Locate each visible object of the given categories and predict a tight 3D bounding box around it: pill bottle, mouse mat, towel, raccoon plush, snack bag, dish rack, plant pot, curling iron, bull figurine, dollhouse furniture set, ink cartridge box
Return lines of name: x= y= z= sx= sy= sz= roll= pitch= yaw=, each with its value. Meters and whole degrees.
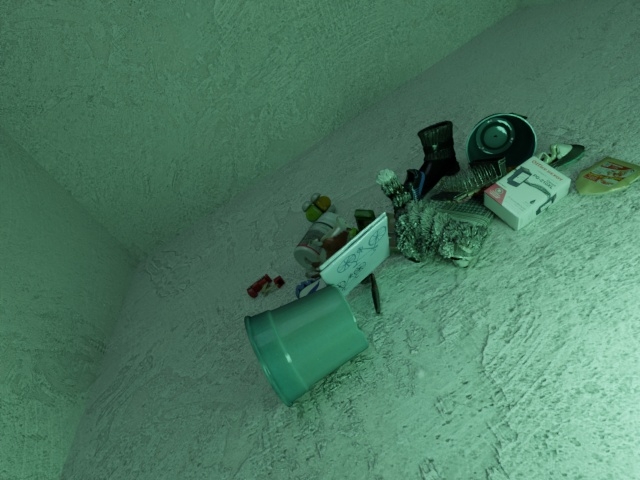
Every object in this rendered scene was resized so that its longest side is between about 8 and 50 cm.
pill bottle: x=0.000 y=0.000 z=2.030 sx=0.161 sy=0.161 sz=0.283 roll=-6 pitch=39 yaw=43
mouse mat: x=0.954 y=-0.603 z=2.111 sx=0.190 sy=0.007 sz=0.152 roll=-31 pitch=28 yaw=5
towel: x=0.582 y=-0.162 z=1.701 sx=0.324 sy=0.056 sz=0.312 roll=20 pitch=57 yaw=42
raccoon plush: x=0.396 y=-0.085 z=1.471 sx=0.216 sy=0.446 sz=0.299 roll=-49 pitch=15 yaw=-27
snack bag: x=0.145 y=0.077 z=1.543 sx=0.323 sy=0.342 sz=0.037 roll=-42 pitch=63 yaw=-9
dish rack: x=0.562 y=-0.232 z=1.575 sx=0.272 sy=0.074 sz=0.208 roll=-27 pitch=11 yaw=-7
plant pot: x=0.781 y=-0.438 z=1.793 sx=0.272 sy=0.271 sz=0.255 roll=-21 pitch=17 yaw=25
curling iron: x=0.207 y=0.209 z=1.618 sx=0.068 sy=0.035 sz=0.274 roll=-34 pitch=27 yaw=11
plant pot: x=-0.036 y=0.335 z=1.404 sx=0.334 sy=0.341 sz=0.341 roll=-28 pitch=28 yaw=-4
bull figurine: x=0.033 y=0.043 z=1.773 sx=0.189 sy=0.310 sz=0.101 roll=0 pitch=29 yaw=-14
dollhouse furniture set: x=0.292 y=-0.015 z=1.845 sx=0.302 sy=0.151 sz=0.197 roll=5 pitch=60 yaw=21
ink cartridge box: x=0.758 y=-0.177 z=1.498 sx=0.237 sy=0.100 sz=0.172 roll=-36 pitch=54 yaw=-2

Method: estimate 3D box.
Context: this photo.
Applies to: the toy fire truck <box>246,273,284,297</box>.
toy fire truck: x=-0.286 y=0.237 z=2.089 sx=0.192 sy=0.047 sz=0.135 roll=-38 pitch=29 yaw=-5

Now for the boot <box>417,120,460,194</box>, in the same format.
boot: x=0.513 y=-0.395 z=1.939 sx=0.348 sy=0.260 sz=0.131 roll=-36 pitch=32 yaw=-21

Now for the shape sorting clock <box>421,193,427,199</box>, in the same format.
shape sorting clock: x=0.514 y=-0.182 z=1.889 sx=0.206 sy=0.040 sz=0.206 roll=-26 pitch=29 yaw=16

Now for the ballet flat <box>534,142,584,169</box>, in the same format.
ballet flat: x=0.922 y=-0.324 z=1.613 sx=0.281 sy=0.096 sz=0.095 roll=-34 pitch=26 yaw=0

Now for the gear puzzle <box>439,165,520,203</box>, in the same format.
gear puzzle: x=0.664 y=-0.230 z=1.662 sx=0.339 sy=0.044 sz=0.175 roll=-25 pitch=18 yaw=-6

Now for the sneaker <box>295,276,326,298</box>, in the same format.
sneaker: x=0.035 y=0.217 z=1.716 sx=0.316 sy=0.127 sz=0.182 roll=-34 pitch=31 yaw=16

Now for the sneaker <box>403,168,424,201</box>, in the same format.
sneaker: x=0.412 y=-0.210 z=1.842 sx=0.081 sy=0.091 sz=0.232 roll=1 pitch=84 yaw=54

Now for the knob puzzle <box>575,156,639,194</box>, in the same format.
knob puzzle: x=0.998 y=-0.212 z=1.427 sx=0.213 sy=0.030 sz=0.213 roll=-25 pitch=30 yaw=16

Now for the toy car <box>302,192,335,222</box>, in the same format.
toy car: x=-0.017 y=-0.175 z=2.367 sx=0.182 sy=0.159 sz=0.136 roll=-47 pitch=-4 yaw=-21
